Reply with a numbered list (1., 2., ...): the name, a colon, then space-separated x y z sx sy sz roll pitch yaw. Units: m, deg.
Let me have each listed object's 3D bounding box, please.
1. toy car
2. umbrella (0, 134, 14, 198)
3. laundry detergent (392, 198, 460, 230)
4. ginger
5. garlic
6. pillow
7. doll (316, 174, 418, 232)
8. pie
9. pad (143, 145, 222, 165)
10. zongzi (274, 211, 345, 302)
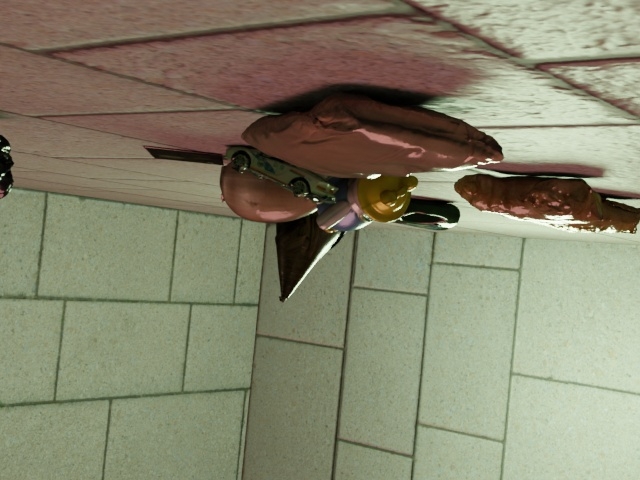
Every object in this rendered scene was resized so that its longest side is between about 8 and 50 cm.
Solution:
1. toy car: -0.059 -0.104 1.380 0.186 0.058 0.093 25 -176 22
2. umbrella: -0.535 -0.130 1.186 0.154 0.128 0.336 -12 165 26
3. laundry detergent: 0.199 -0.066 2.093 0.211 0.063 0.137 9 176 -27
4. ginger: 0.313 -0.062 1.401 0.213 0.074 0.137 1 168 19
5. garlic: -0.047 -0.087 1.546 0.267 0.148 0.128 10 143 7
6. pillow: 0.041 -0.100 0.947 0.173 0.067 0.270 12 176 -23
7. doll: 0.065 -0.066 1.421 0.135 0.098 0.241 -2 178 -25
8. pie: 0.421 -0.051 1.611 0.282 0.068 0.128 10 177 -15
9. pad: -0.231 -0.144 1.606 0.127 0.004 0.190 6 178 -5
10. zongzi: 0.000 0.000 1.720 0.112 0.242 0.221 -3 172 33
